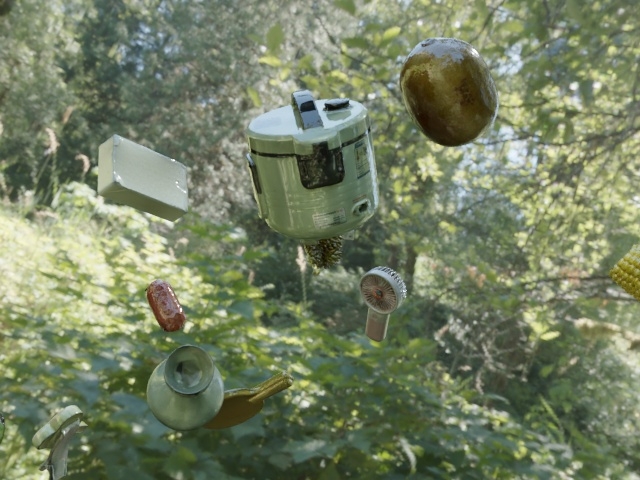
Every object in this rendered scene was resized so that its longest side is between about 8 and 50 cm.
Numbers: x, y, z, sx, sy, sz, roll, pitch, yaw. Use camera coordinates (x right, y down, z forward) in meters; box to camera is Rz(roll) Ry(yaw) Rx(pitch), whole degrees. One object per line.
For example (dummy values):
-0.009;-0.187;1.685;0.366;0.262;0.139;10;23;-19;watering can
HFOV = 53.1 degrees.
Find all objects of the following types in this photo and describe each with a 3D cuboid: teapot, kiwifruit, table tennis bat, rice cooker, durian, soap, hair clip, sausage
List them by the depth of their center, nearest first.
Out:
-0.014;-0.134;1.100;0.226;0.226;0.244;14;-57;36;rice cooker
-0.354;-0.123;1.292;0.064;0.121;0.183;-27;-33;32;soap
0.264;-0.315;1.338;0.196;0.196;0.234;10;-37;45;kiwifruit
-0.301;0.325;1.453;0.183;0.183;0.251;23;-30;-3;teapot
0.000;0.000;1.495;0.102;0.208;0.146;-19;-54;20;durian
-0.610;0.472;1.523;0.071;0.218;0.159;33;27;16;hair clip
-0.378;0.160;1.561;0.141;0.076;0.076;62;-6;11;sausage
-0.218;0.469;1.859;0.198;0.321;0.050;45;18;-49;table tennis bat

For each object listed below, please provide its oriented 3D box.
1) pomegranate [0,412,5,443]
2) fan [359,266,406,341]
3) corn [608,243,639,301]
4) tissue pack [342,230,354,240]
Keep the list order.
-0.675;0.369;1.215;0.122;0.161;0.122;41;15;-13;pomegranate
0.168;0.185;1.798;0.130;0.074;0.244;25;-52;29;fan
0.521;0.093;0.879;0.248;0.081;0.081;42;-1;29;corn
0.067;-0.027;2.180;0.062;0.042;0.083;-1;13;-39;tissue pack
